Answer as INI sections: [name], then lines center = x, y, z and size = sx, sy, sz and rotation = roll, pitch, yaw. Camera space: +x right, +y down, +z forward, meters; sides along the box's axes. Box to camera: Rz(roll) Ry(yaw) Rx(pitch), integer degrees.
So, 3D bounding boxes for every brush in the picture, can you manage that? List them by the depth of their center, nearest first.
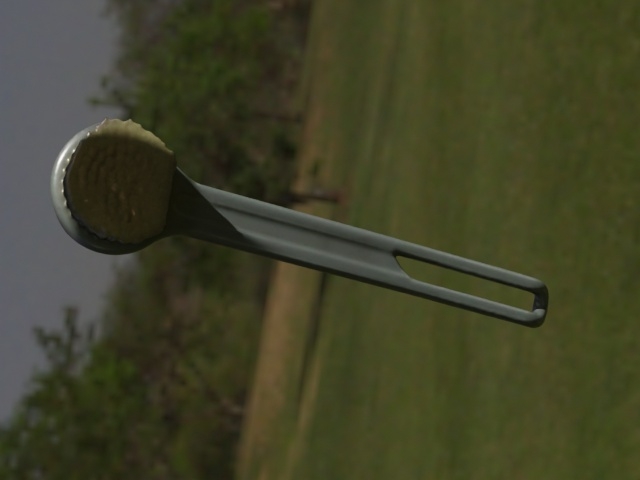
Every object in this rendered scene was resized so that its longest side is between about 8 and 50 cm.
[brush]
center = 0.000, 0.000, 0.951
size = 0.027, 0.266, 0.062
rotation = -12, 65, 65
